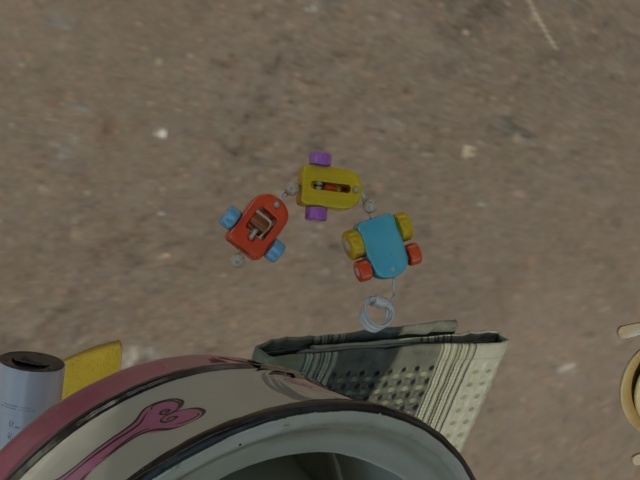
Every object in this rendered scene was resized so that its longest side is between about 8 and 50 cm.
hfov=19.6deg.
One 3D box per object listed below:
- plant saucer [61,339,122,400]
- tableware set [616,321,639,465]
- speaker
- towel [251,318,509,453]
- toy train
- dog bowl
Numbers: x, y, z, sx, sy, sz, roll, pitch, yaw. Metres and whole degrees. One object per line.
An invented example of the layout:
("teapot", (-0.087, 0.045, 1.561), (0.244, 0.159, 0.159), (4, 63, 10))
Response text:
("plant saucer", (-0.339, 0.307, 2.071), (0.081, 0.332, 0.333), (22, 139, -18))
("tableware set", (0.343, 0.115, 1.547), (0.194, 0.039, 0.128), (-13, 103, -18))
("speaker", (-0.236, 0.158, 1.471), (0.055, 0.055, 0.136), (11, 104, 17))
("towel", (0.019, 0.217, 1.890), (0.056, 0.312, 0.324), (51, 131, 43))
("toy train", (0.000, 0.000, 1.536), (0.166, 0.046, 0.125), (34, 76, -12))
("dog bowl", (-0.090, 0.255, 1.222), (0.150, 0.408, 0.408), (35, 101, 45))
